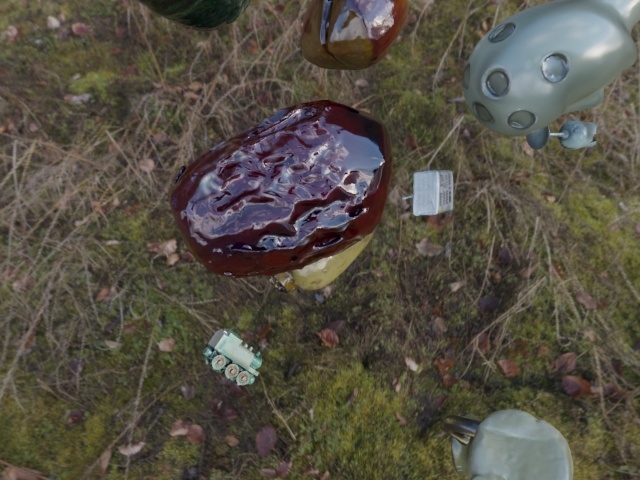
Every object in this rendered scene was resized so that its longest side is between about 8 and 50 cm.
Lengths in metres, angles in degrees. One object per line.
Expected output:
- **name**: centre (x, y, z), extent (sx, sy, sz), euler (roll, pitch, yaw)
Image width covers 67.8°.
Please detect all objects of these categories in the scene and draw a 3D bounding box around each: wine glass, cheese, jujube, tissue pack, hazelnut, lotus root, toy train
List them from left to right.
- **toy train**: centre (-0.264, 0.362, 1.462), extent (0.080, 0.194, 0.125), euler (7, 59, 57)
- **jujube**: centre (-0.050, -0.082, 0.792), extent (0.376, 0.258, 0.258), euler (-26, 60, -9)
- **lotus root**: centre (0.000, 0.000, 1.006), extent (0.160, 0.146, 0.284), euler (34, 68, 28)
- **hazelnut**: centre (0.062, -0.427, 0.916), extent (0.212, 0.181, 0.181), euler (11, 96, 38)
- **tissue pack**: centre (0.399, -0.180, 1.776), extent (0.145, 0.229, 0.159), euler (2, 99, 28)
- **cheese**: centre (0.315, 0.395, 0.760), extent (0.159, 0.093, 0.263), euler (4, 36, 27)
- **wine glass**: centre (0.649, -0.281, 1.267), extent (0.195, 0.079, 0.079), euler (-6, 57, -22)

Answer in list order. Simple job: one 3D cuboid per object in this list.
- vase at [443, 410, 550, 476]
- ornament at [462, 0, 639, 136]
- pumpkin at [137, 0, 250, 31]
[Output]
- **vase**: centre (0.472, 0.564, 1.307), extent (0.329, 0.302, 0.241), euler (39, 65, -22)
- **ornament**: centre (0.165, -0.128, 0.302), extent (0.156, 0.075, 0.081), euler (-39, 91, -1)
- **pumpkin**: centre (-0.160, -0.321, 0.499), extent (0.211, 0.211, 0.152), euler (45, 113, 26)
